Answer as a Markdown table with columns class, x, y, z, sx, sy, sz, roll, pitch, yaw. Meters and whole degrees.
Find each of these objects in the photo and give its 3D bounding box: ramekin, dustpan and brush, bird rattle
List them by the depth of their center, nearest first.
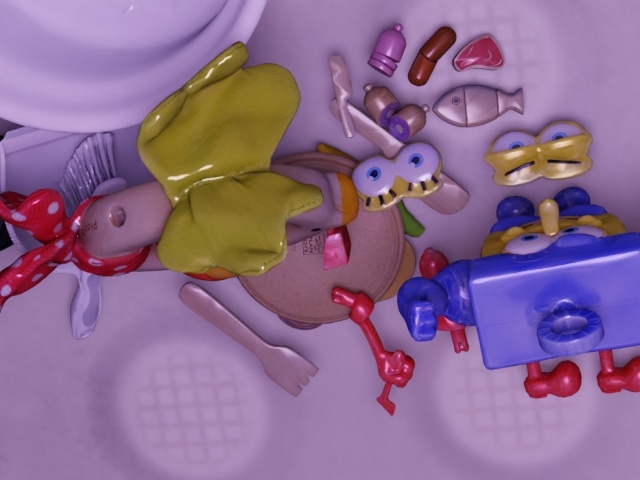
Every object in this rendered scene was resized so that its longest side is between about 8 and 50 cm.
| class | x | y | z | sx | sy | sz | roll | pitch | yaw |
| --- | --- | --- | --- | --- | --- | --- | --- | --- | --- |
| bird rattle | -0.090 | -0.005 | 1.177 | 0.253 | 0.207 | 0.143 | -28 | 70 | 34 |
| ramekin | -0.147 | -0.219 | 1.197 | 0.277 | 0.135 | 0.277 | 4 | 111 | 11 |
| dustpan and brush | -0.161 | -0.006 | 1.306 | 0.060 | 0.147 | 0.211 | 59 | 149 | 24 |

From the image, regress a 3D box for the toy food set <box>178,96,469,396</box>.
| class | x | y | z | sx | sy | sz | roll | pitch | yaw |
| --- | --- | --- | --- | --- | --- | --- | --- | --- | --- |
| toy food set | 0.000 | 0.000 | 1.292 | 0.132 | 0.038 | 0.192 | 39 | 106 | -7 |

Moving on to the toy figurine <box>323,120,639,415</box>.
| class | x | y | z | sx | sy | sz | roll | pitch | yaw |
| --- | --- | --- | --- | --- | --- | --- | --- | --- | --- |
| toy figurine | 0.179 | 0.041 | 1.157 | 0.362 | 0.217 | 0.191 | -8 | 106 | 6 |

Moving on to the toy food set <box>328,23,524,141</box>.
| class | x | y | z | sx | sy | sz | roll | pitch | yaw |
| --- | --- | --- | --- | --- | --- | --- | --- | --- | --- |
| toy food set | 0.070 | -0.108 | 1.234 | 0.122 | 0.019 | 0.078 | -13 | 92 | -3 |

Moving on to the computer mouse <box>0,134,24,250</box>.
| class | x | y | z | sx | sy | sz | roll | pitch | yaw |
| --- | --- | --- | --- | --- | --- | --- | --- | --- | --- |
| computer mouse | -0.267 | -0.043 | 1.226 | 0.060 | 0.262 | 0.184 | 42 | 134 | 19 |
